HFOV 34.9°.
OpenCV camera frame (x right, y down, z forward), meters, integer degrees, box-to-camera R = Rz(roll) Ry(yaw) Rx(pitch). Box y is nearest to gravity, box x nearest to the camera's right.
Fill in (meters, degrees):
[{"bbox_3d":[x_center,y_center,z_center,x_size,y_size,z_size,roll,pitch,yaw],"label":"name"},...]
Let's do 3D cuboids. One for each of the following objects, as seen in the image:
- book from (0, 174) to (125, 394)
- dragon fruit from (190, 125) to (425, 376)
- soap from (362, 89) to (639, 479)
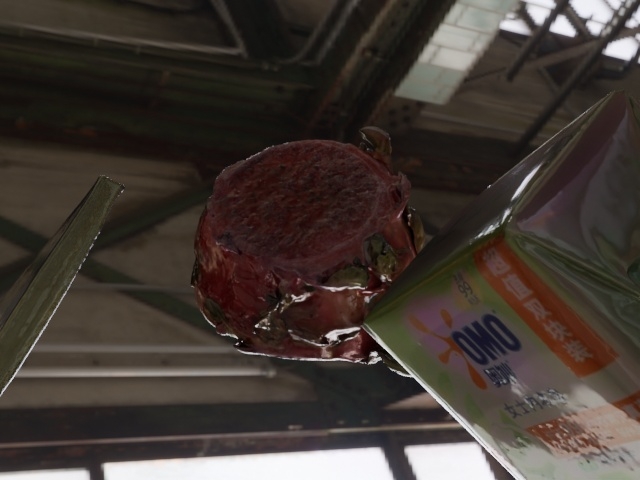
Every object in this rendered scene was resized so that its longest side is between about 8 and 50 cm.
[{"bbox_3d":[-0.374,0.133,1.130,0.428,0.039,0.300,-40,-159,44],"label":"book"},{"bbox_3d":[0.000,0.000,0.894,0.282,0.211,0.147,33,-44,39],"label":"dragon fruit"},{"bbox_3d":[0.154,0.046,0.595,0.182,0.138,0.199,46,-27,0],"label":"soap"}]
